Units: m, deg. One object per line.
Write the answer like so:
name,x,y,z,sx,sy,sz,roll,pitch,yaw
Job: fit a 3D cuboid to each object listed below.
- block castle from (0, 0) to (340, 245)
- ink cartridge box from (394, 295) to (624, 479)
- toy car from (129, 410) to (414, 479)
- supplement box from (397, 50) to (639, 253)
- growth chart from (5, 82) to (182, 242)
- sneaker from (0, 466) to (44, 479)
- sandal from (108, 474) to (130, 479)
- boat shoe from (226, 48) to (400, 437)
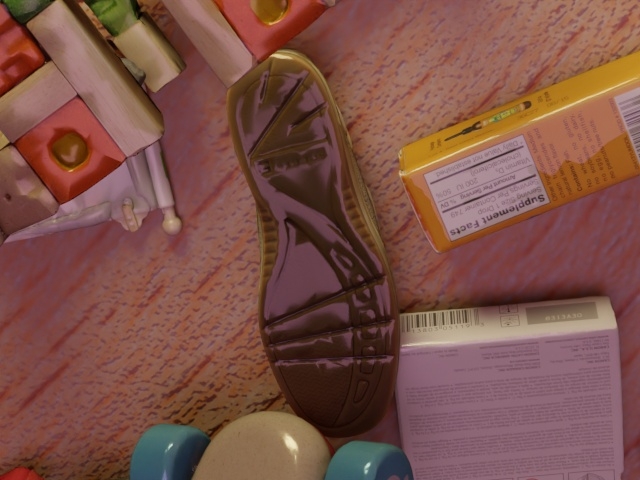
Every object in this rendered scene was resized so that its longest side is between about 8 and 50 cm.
block castle,-0.142,-0.198,1.209,0.453,0.303,0.213,-35,103,8
ink cartridge box,0.154,0.155,1.433,0.181,0.056,0.225,-6,123,4
toy car,-0.010,0.261,1.375,0.219,0.238,0.210,0,68,32
supplement box,0.179,-0.072,1.349,0.233,0.078,0.080,-20,106,8
growth chart,-0.238,-0.074,1.398,0.237,0.021,0.172,-6,104,5
sneaker,-0.342,0.227,1.449,0.221,0.087,0.128,-37,101,10
sandal,-0.127,0.230,1.445,0.219,0.060,0.090,-4,91,-16
boat shoe,0.000,0.000,1.363,0.109,0.098,0.302,-12,99,11
